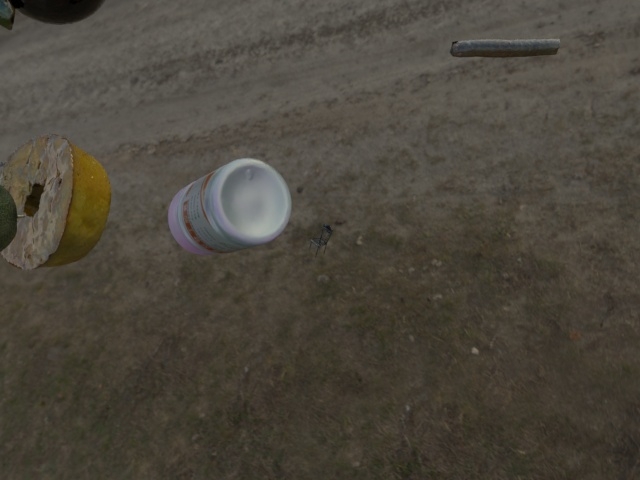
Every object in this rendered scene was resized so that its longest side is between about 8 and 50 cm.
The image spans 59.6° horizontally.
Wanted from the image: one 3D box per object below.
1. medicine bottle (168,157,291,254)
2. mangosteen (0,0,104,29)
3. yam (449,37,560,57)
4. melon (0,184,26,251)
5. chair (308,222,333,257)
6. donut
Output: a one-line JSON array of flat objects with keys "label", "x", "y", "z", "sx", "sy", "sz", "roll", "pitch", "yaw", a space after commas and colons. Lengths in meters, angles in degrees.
[{"label": "medicine bottle", "x": -0.230, "y": -0.071, "z": 1.362, "sx": 0.316, "sy": 0.202, "sz": 0.202, "roll": -12, "pitch": 50, "yaw": 57}, {"label": "mangosteen", "x": -0.598, "y": -0.609, "z": 1.185, "sx": 0.311, "sy": 0.311, "sz": 0.311, "roll": -16, "pitch": 53, "yaw": 22}, {"label": "yam", "x": 0.453, "y": -0.475, "z": 1.378, "sx": 0.264, "sy": 0.046, "sz": 0.046, "roll": -2, "pitch": 56, "yaw": 1}, {"label": "melon", "x": -0.418, "y": -0.026, "z": 0.619, "sx": 0.114, "sy": 0.167, "sz": 0.114, "roll": 5, "pitch": 97, "yaw": 44}, {"label": "chair", "x": -0.001, "y": 0.000, "z": 1.447, "sx": 0.037, "sy": 0.042, "sz": 0.086, "roll": 39, "pitch": 124, "yaw": 37}, {"label": "donut", "x": -0.513, "y": -0.071, "z": 1.073, "sx": 0.278, "sy": 0.108, "sz": 0.277, "roll": -5, "pitch": 81, "yaw": 33}]
